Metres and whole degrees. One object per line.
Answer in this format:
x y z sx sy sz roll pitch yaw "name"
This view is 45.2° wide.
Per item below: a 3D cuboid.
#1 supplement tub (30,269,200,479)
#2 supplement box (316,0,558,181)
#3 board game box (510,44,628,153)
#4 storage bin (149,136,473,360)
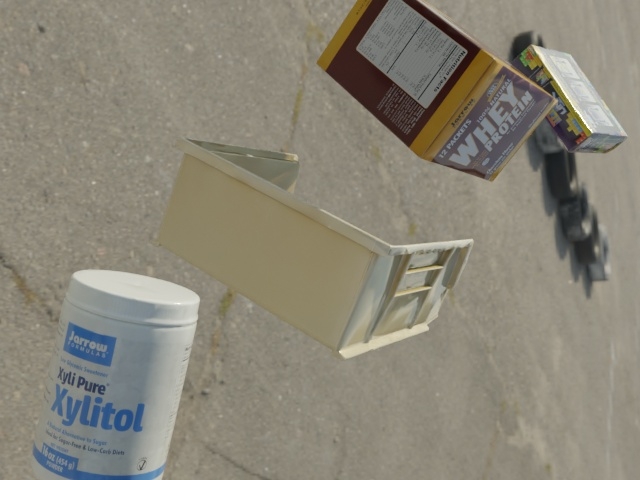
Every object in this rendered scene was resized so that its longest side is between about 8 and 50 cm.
-0.108 0.075 0.407 0.071 0.071 0.107 3 101 -62 "supplement tub"
0.141 -0.189 0.919 0.191 0.129 0.194 7 35 -53 "supplement box"
0.381 -0.213 1.177 0.141 0.048 0.170 -6 62 -46 "board game box"
0.000 0.000 0.853 0.260 0.262 0.123 -4 118 -61 "storage bin"
